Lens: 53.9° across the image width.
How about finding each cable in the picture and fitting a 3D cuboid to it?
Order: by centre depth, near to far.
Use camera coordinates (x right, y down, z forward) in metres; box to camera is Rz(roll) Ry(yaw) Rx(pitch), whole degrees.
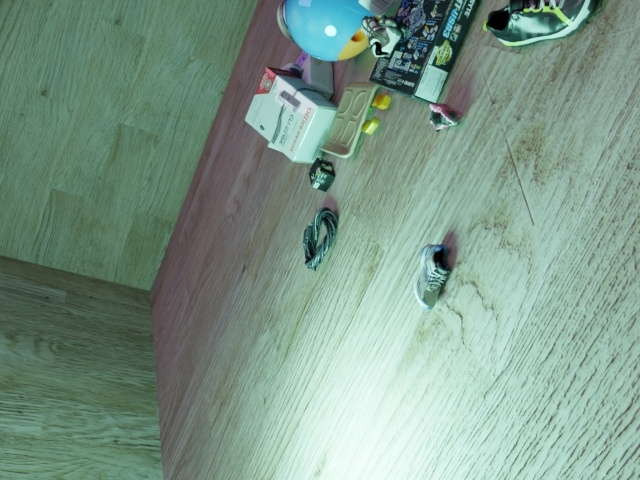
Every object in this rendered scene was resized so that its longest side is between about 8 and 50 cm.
[{"bbox_3d":[0.000,0.000,1.779,0.150,0.047,0.184,-33,42,49],"label":"cable"}]

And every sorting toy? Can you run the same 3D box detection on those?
[{"bbox_3d":[0.105,-0.339,1.778,0.229,0.041,0.307,-66,24,6],"label":"sorting toy"}]

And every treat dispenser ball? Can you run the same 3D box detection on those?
[{"bbox_3d":[0.040,-0.669,1.825,0.288,0.288,0.288,-46,35,47],"label":"treat dispenser ball"}]

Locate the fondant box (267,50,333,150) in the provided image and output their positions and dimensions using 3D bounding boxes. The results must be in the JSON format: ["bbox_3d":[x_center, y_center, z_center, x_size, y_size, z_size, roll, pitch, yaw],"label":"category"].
[{"bbox_3d":[-0.074,-0.500,2.212,0.330,0.096,0.238,-47,34,44],"label":"fondant box"}]

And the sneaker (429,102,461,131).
[{"bbox_3d":[0.266,-0.258,1.356,0.119,0.047,0.057,-113,30,-62],"label":"sneaker"}]

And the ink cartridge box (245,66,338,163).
[{"bbox_3d":[-0.091,-0.397,1.999,0.273,0.114,0.197,42,119,30],"label":"ink cartridge box"}]

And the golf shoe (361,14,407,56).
[{"bbox_3d":[0.141,-0.514,1.590,0.094,0.077,0.198,-69,20,10],"label":"golf shoe"}]

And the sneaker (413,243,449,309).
[{"bbox_3d":[0.219,0.067,1.222,0.058,0.052,0.135,-22,55,56],"label":"sneaker"}]

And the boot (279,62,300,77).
[{"bbox_3d":[-0.133,-0.535,2.160,0.190,0.069,0.086,-18,63,60],"label":"boot"}]

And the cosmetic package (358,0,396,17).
[{"bbox_3d":[0.199,-0.723,1.683,0.117,0.085,0.231,-29,33,61],"label":"cosmetic package"}]

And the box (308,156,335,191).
[{"bbox_3d":[0.003,-0.197,1.884,0.062,0.052,0.083,-57,27,31],"label":"box"}]

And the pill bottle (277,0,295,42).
[{"bbox_3d":[-0.006,-0.771,2.096,0.265,0.153,0.153,-9,64,42],"label":"pill bottle"}]

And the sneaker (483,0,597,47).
[{"bbox_3d":[0.380,-0.404,1.118,0.235,0.097,0.084,-8,67,65],"label":"sneaker"}]

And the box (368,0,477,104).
[{"bbox_3d":[0.246,-0.494,1.516,0.293,0.073,0.295,-67,23,13],"label":"box"}]
